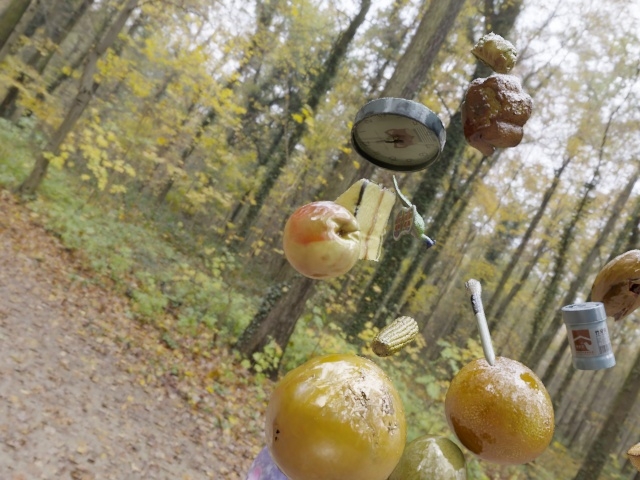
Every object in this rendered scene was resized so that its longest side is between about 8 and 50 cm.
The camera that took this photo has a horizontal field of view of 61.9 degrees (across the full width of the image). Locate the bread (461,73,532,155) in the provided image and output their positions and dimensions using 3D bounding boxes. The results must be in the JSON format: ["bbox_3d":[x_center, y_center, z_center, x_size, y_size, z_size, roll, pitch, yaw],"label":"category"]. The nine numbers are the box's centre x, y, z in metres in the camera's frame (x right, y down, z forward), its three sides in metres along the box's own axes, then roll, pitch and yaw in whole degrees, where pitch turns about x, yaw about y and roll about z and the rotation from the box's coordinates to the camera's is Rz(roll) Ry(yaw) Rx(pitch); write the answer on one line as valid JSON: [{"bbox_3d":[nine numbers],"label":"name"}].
[{"bbox_3d":[0.547,-0.404,1.669,0.135,0.247,0.232,3,-8,-32],"label":"bread"}]

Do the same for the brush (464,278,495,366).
[{"bbox_3d":[0.359,0.177,1.205,0.299,0.039,0.042,-75,153,-60],"label":"brush"}]

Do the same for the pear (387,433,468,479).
[{"bbox_3d":[0.267,0.615,1.345,0.188,0.229,0.211,7,22,40],"label":"pear"}]

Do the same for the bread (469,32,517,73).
[{"bbox_3d":[0.344,-0.372,1.055,0.110,0.060,0.066,-115,-176,-48],"label":"bread"}]

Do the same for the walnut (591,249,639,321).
[{"bbox_3d":[0.835,0.124,1.475,0.137,0.245,0.137,11,41,-10],"label":"walnut"}]

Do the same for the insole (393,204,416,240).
[{"bbox_3d":[0.155,-0.033,0.996,0.006,0.065,0.193,9,-2,-1],"label":"insole"}]

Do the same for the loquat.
[{"bbox_3d":[0.025,0.296,0.862,0.235,0.235,0.235,30,-4,2],"label":"loquat"}]

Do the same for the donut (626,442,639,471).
[{"bbox_3d":[0.889,0.558,1.376,0.178,0.065,0.162,-2,-20,-36],"label":"donut"}]

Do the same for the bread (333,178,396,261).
[{"bbox_3d":[0.150,-0.065,1.717,0.198,0.236,0.263,49,18,22],"label":"bread"}]

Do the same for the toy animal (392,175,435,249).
[{"bbox_3d":[0.218,-0.068,1.392,0.217,0.075,0.041,60,-22,13],"label":"toy animal"}]

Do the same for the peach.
[{"bbox_3d":[0.000,0.000,1.209,0.184,0.184,0.184,30,-4,2],"label":"peach"}]

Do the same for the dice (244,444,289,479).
[{"bbox_3d":[-0.051,0.757,1.613,0.270,0.271,0.270,46,-13,-24],"label":"dice"}]

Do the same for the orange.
[{"bbox_3d":[0.463,0.440,1.384,0.274,0.274,0.274,30,-4,2],"label":"orange"}]

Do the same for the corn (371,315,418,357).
[{"bbox_3d":[0.200,0.260,1.426,0.080,0.080,0.231,28,18,21],"label":"corn"}]

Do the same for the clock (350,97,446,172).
[{"bbox_3d":[0.260,-0.347,1.810,0.325,0.067,0.325,13,-27,7],"label":"clock"}]

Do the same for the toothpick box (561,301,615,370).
[{"bbox_3d":[0.681,0.242,1.357,0.101,0.153,0.101,-11,-3,-1],"label":"toothpick box"}]
